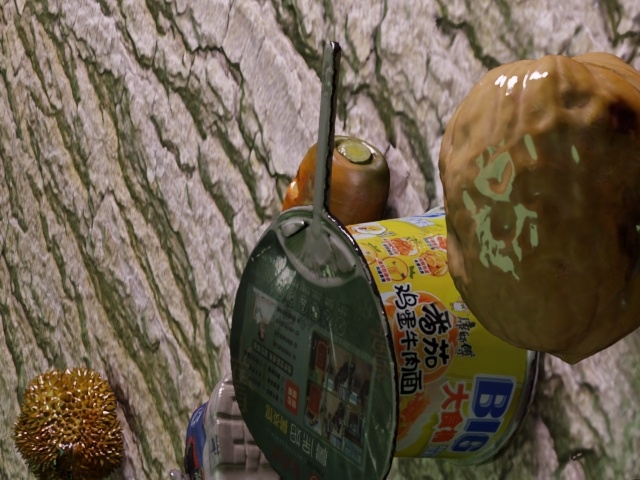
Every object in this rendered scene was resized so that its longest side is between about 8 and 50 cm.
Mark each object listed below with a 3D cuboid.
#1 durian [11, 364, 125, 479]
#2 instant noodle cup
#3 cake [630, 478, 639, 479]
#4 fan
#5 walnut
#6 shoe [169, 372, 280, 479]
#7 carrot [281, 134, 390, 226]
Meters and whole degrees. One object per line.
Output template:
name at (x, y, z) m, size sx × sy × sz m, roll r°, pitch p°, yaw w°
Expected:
durian at (-0.310, 0.234, 1.645) m, size 0.168 × 0.137 × 0.158 m, roll -146°, pitch 39°, yaw -66°
instant noodle cup at (0.040, 0.075, 0.984) m, size 0.205 × 0.153 × 0.205 m, roll 9°, pitch 100°, yaw 62°
cake at (0.180, 0.273, 0.791) m, size 0.099 × 0.100 × 0.235 m, roll -55°, pitch 45°, yaw 49°
fan at (0.005, 0.052, 0.879) m, size 0.223 × 0.012 × 0.294 m, roll 61°, pitch 141°, yaw 39°
walnut at (0.144, -0.018, 0.788) m, size 0.155 × 0.155 × 0.184 m, roll -6°, pitch 89°, yaw 61°
shoe at (-0.093, 0.239, 1.275) m, size 0.125 × 0.099 × 0.228 m, roll -11°, pitch 76°, yaw 53°
carrot at (0.000, 0.000, 1.125) m, size 0.087 × 0.087 × 0.193 m, roll 62°, pitch 143°, yaw 39°
